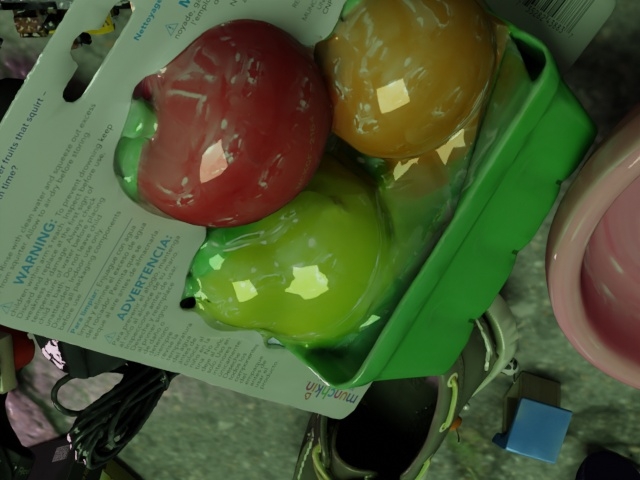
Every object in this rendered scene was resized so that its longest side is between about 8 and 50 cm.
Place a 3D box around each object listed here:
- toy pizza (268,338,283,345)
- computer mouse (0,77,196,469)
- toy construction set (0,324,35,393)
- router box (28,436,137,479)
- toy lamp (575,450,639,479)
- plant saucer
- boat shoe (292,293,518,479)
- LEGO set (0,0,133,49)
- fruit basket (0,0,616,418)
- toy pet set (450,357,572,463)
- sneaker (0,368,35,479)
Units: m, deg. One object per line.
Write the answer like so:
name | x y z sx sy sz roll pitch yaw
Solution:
toy pizza | 0.000 0.000 1.143 0.201 0.032 0.201 5 109 16
computer mouse | -0.151 0.007 1.134 0.072 0.188 0.272 -1 128 38
toy construction set | -0.357 0.047 1.124 0.237 0.309 0.257 -19 122 33
router box | -0.194 0.360 1.398 0.081 0.309 0.243 -18 131 32
toy lamp | 0.177 0.279 1.421 0.080 0.080 0.275 26 133 -17
plant saucer | 0.303 -0.020 1.044 0.332 0.084 0.332 -4 140 -3
boat shoe | 0.040 0.146 1.265 0.109 0.091 0.305 45 133 14
LEGO set | -0.170 -0.190 0.901 0.254 0.192 0.331 6 137 3
fruit basket | -0.019 -0.066 0.941 0.353 0.165 0.327 23 103 -39
toy pet set | 0.128 0.138 1.287 0.114 0.065 0.122 18 137 -9
sneaker | -0.291 0.206 1.302 0.124 0.283 0.107 0 179 5
